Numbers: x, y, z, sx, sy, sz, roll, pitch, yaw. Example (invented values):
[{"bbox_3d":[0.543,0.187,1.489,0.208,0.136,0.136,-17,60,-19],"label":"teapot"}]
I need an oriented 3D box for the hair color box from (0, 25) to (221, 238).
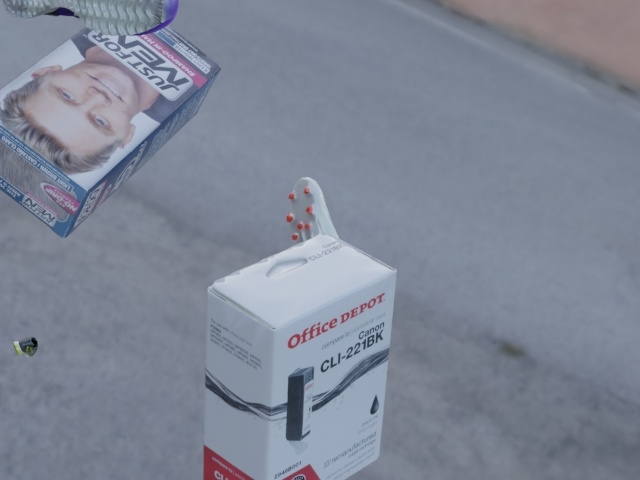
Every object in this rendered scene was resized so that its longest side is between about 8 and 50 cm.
[{"bbox_3d":[-0.294,-0.173,1.663,0.174,0.105,0.347,37,43,0],"label":"hair color box"}]

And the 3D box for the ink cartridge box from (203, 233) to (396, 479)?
[{"bbox_3d":[-0.025,0.156,1.430,0.114,0.272,0.197,27,36,37],"label":"ink cartridge box"}]

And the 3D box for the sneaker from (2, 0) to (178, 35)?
[{"bbox_3d":[-0.235,-0.299,1.445,0.146,0.102,0.293,-14,24,-43],"label":"sneaker"}]

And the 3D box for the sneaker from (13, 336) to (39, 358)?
[{"bbox_3d":[-0.492,0.181,2.136,0.083,0.035,0.031,38,31,-84],"label":"sneaker"}]

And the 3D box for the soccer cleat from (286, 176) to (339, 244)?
[{"bbox_3d":[0.000,0.000,1.917,0.076,0.068,0.196,-3,79,-44],"label":"soccer cleat"}]
